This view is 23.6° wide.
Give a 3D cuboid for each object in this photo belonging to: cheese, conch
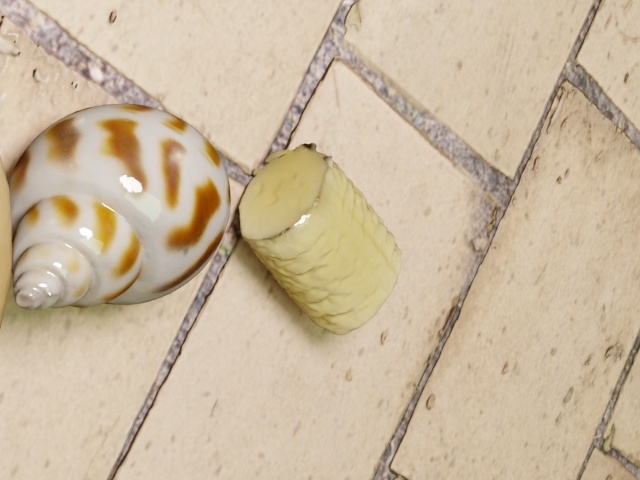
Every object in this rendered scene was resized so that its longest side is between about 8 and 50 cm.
[{"bbox_3d":[0.000,0.000,1.466,0.167,0.094,0.123,50,56,-42],"label":"cheese"},{"bbox_3d":[-0.169,-0.020,1.261,0.275,0.149,0.183,-33,116,-36],"label":"conch"}]

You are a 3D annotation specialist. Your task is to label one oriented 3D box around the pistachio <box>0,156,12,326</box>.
[{"bbox_3d":[-0.316,0.031,1.122,0.181,0.162,0.293,2,103,-80],"label":"pistachio"}]
